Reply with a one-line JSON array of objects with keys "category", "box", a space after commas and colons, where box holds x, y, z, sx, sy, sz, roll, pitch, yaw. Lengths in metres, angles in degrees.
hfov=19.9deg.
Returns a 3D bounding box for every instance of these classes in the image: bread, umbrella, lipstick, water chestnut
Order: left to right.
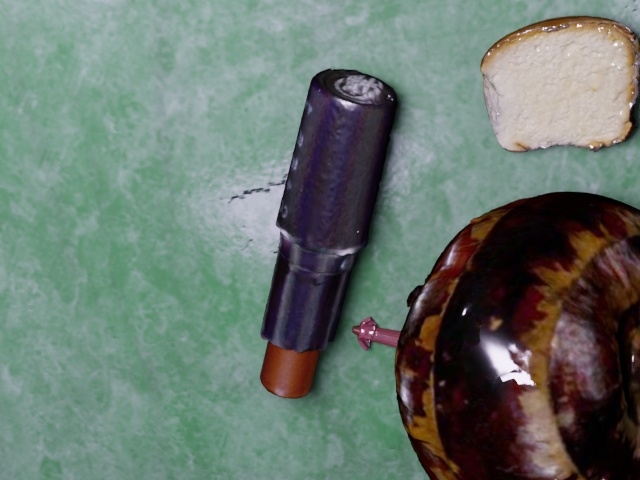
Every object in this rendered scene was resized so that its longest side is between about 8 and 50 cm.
[{"category": "lipstick", "box": [0.000, 0.000, 1.536, 0.081, 0.081, 0.300, 10, 116, -4]}, {"category": "umbrella", "box": [0.109, 0.096, 1.615, 0.165, 0.025, 0.027, 13, 136, -3]}, {"category": "water chestnut", "box": [0.172, 0.097, 1.497, 0.300, 0.300, 0.300, 0, 117, 1]}, {"category": "bread", "box": [0.195, -0.129, 1.488, 0.129, 0.044, 0.126, -7, 124, 2]}]
